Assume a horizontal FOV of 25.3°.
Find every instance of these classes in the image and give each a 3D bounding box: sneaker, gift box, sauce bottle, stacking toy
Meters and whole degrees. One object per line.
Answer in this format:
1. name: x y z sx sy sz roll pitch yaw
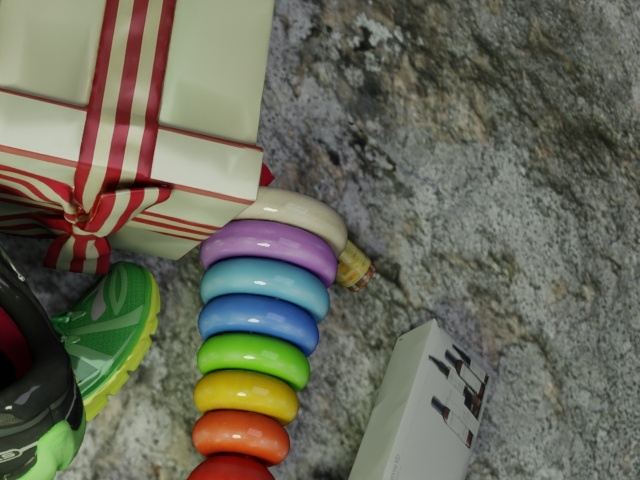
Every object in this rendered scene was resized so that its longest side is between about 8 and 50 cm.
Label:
1. sneaker: -0.355 -0.013 1.075 0.483 0.202 0.185 39 58 3
2. gift box: -0.201 -0.116 1.188 0.276 0.255 0.258 9 74 -14
3. sneaker: -0.247 0.109 1.214 0.123 0.109 0.295 52 56 -16
4. sauce bottle: 0.000 0.000 1.455 0.128 0.042 0.042 41 59 -16
5. stacking toy: -0.067 0.122 1.310 0.141 0.141 0.330 23 64 -28

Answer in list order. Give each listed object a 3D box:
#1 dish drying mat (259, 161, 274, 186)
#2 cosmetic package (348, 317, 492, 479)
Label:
1. dish drying mat: -0.079 -0.050 1.432 0.032 0.008 0.083 51 56 -12
2. cosmetic package: 0.101 0.193 1.416 0.099 0.060 0.239 43 38 -17
